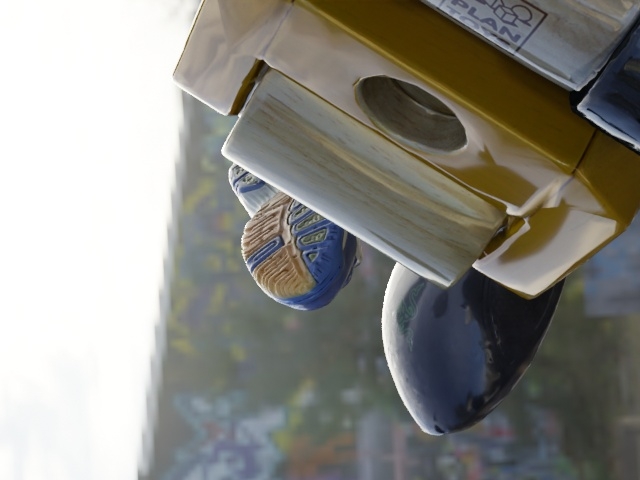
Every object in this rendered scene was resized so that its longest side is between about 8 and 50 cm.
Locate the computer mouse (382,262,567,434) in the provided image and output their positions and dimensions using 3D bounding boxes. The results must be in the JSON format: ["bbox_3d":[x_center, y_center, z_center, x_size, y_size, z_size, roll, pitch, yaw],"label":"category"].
[{"bbox_3d":[0.099,-0.013,1.165,0.188,0.072,0.272,-25,35,54],"label":"computer mouse"}]

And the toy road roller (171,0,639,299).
[{"bbox_3d":[0.092,-0.141,0.850,0.240,0.202,0.329,-59,3,-24],"label":"toy road roller"}]

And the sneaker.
[{"bbox_3d":[0.000,0.000,1.779,0.131,0.112,0.296,55,-171,-24],"label":"sneaker"}]
